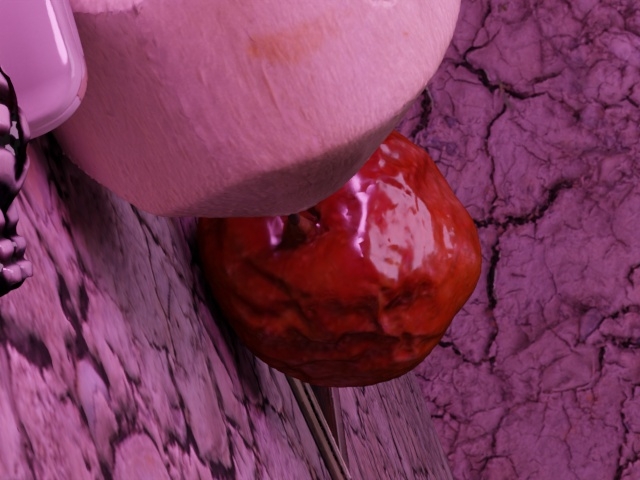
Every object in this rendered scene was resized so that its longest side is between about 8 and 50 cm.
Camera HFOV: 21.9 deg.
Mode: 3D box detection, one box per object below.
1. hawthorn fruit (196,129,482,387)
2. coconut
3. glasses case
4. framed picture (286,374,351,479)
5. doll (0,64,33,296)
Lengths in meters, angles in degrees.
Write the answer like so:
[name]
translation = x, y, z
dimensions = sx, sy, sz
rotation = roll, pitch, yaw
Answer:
[hawthorn fruit]
translation = 0.000, 0.000, 1.175
dimensions = 0.243, 0.207, 0.207
rotation = 35, 35, -73
[coconut]
translation = -0.048, -0.127, 0.882
dimensions = 0.237, 0.237, 0.266
rotation = -104, 170, -49
[glasses case]
translation = -0.152, -0.122, 0.750
dimensions = 0.041, 0.063, 0.164
rotation = 43, 26, -72
[framed picture]
translation = -0.019, 0.082, 1.520
dimensions = 0.273, 0.016, 0.216
rotation = -97, 165, -66
[doll]
translation = -0.153, -0.083, 0.601
dimensions = 0.091, 0.067, 0.219
rotation = -80, 154, -85
